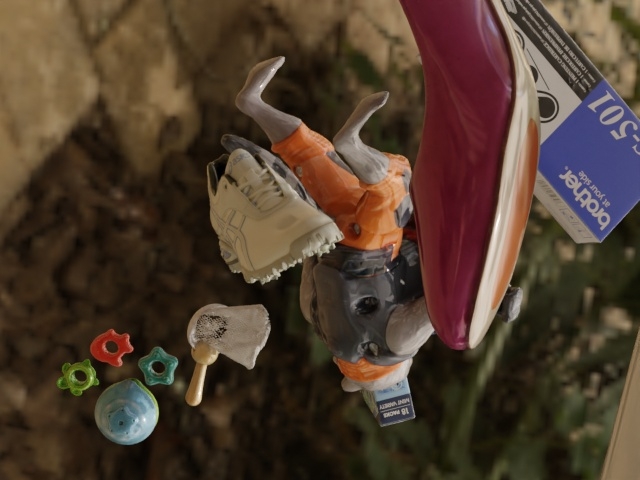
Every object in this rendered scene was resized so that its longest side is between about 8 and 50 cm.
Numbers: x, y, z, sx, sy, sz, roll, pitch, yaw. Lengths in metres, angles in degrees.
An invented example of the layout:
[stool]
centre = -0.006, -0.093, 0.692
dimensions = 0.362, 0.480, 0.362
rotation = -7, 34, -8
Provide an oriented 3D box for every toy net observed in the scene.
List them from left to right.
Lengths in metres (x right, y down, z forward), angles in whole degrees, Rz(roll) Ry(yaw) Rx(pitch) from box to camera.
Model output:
[toy net]
centre = -0.158, 0.121, 2.000
dimensions = 0.122, 0.232, 0.045
rotation = 55, 11, -7

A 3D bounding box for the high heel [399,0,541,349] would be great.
[high heel]
centre = 0.049, -0.120, 1.197
dimensions = 0.127, 0.181, 0.377
rotation = 56, 39, -70

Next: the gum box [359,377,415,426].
[gum box]
centre = 0.049, 0.085, 1.988
dimensions = 0.157, 0.041, 0.184
rotation = -130, -154, -77

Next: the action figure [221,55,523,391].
[action figure]
centre = 0.000, 0.000, 1.768
dimensions = 0.178, 0.341, 0.330
rotation = -38, 122, -33

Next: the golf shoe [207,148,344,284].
[golf shoe]
centre = -0.044, -0.021, 1.317
dimensions = 0.069, 0.176, 0.086
rotation = -28, 103, -18

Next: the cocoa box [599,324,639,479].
[cocoa box]
centre = 0.213, 0.082, 0.475
dimensions = 0.231, 0.228, 0.347
rotation = -41, 150, -36

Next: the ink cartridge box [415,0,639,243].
[ink cartridge box]
centre = 0.181, -0.104, 1.517
dimensions = 0.097, 0.046, 0.207
rotation = -46, 104, -15
